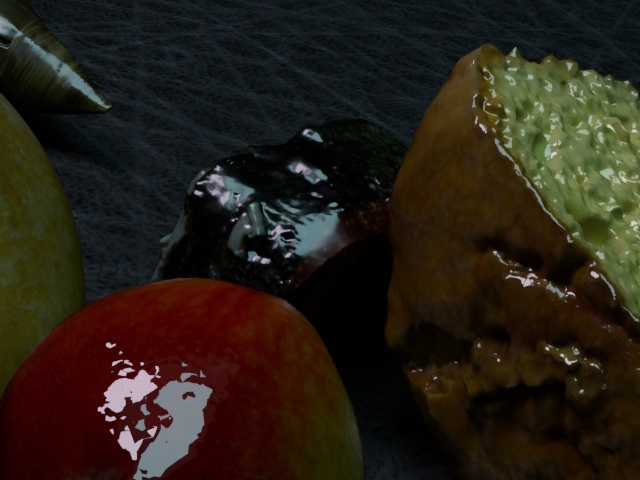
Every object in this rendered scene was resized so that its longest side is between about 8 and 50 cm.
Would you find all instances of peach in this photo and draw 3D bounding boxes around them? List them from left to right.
[{"bbox_3d":[-0.070,0.109,0.618,0.197,0.197,0.197,9,30,-5],"label":"peach"}]

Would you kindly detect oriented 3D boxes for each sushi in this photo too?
[{"bbox_3d":[0.000,0.000,0.877,0.126,0.136,0.225,41,35,27],"label":"sushi"}]

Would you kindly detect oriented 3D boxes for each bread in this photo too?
[{"bbox_3d":[0.158,0.063,0.769,0.194,0.179,0.340,-13,60,-43],"label":"bread"}]

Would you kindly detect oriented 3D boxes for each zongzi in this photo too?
[{"bbox_3d":[-0.258,-0.183,1.129,0.241,0.111,0.247,20,28,0],"label":"zongzi"}]

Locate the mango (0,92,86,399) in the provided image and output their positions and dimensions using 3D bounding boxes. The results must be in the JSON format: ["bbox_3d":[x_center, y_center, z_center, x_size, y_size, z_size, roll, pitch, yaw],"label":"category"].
[{"bbox_3d":[-0.274,-0.021,0.764,0.384,0.199,0.221,44,34,24],"label":"mango"}]
